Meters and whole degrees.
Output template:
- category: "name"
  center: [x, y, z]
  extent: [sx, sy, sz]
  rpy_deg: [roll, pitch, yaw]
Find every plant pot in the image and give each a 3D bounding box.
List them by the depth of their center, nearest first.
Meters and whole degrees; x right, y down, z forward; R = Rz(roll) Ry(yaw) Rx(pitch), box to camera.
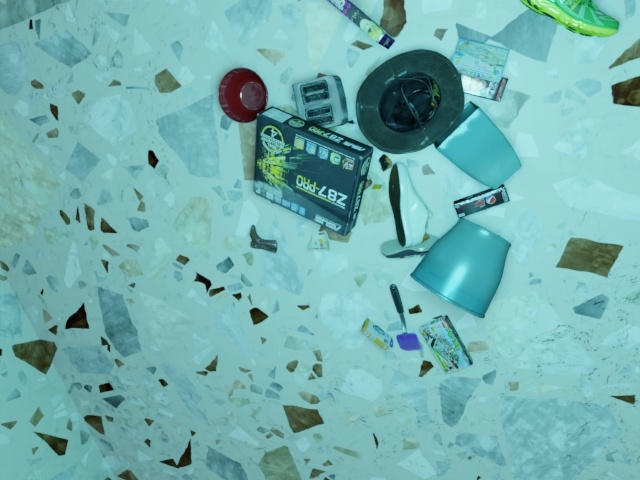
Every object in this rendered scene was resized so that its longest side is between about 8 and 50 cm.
- category: "plant pot"
  center: [0.495, -0.283, 1.384]
  extent: [0.234, 0.165, 0.165]
  rpy_deg: [41, 113, -10]
- category: "plant pot"
  center: [0.475, 0.074, 1.459]
  extent: [0.272, 0.272, 0.255]
  rpy_deg: [29, 97, 5]

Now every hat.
- category: "hat"
  center: [0.279, -0.421, 1.400]
  extent: [0.332, 0.134, 0.330]
  rpy_deg: [0, 92, 14]

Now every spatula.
- category: "spatula"
  center: [0.310, 0.298, 1.686]
  extent: [0.084, 0.030, 0.296]
  rpy_deg: [-12, 104, 21]

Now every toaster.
- category: "toaster"
  center: [0.005, -0.454, 1.485]
  extent: [0.186, 0.110, 0.167]
  rpy_deg: [-7, 106, 17]

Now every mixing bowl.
- category: "mixing bowl"
  center: [-0.252, -0.502, 1.546]
  extent: [0.182, 0.098, 0.181]
  rpy_deg: [5, 108, 15]

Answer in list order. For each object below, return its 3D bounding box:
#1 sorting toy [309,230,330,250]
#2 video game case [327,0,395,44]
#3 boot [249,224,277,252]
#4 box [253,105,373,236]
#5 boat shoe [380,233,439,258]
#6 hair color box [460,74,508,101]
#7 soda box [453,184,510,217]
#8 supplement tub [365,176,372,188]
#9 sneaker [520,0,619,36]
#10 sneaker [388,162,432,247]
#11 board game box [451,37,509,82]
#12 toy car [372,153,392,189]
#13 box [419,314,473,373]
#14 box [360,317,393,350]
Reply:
- category: "sorting toy"
  center: [0.000, 0.000, 1.672]
  extent: [0.084, 0.045, 0.075]
  rpy_deg: [-2, 99, 16]
- category: "video game case"
  center: [0.120, -0.658, 1.322]
  extent: [0.210, 0.232, 0.041]
  rpy_deg: [40, 115, 0]
- category: "boot"
  center: [-0.216, -0.006, 1.729]
  extent: [0.114, 0.037, 0.106]
  rpy_deg: [12, 123, 15]
- category: "box"
  center: [-0.040, -0.231, 1.492]
  extent: [0.395, 0.097, 0.318]
  rpy_deg: [27, 135, 18]
- category: "boat shoe"
  center: [0.322, 0.025, 1.591]
  extent: [0.206, 0.075, 0.065]
  rpy_deg: [-9, 148, 13]
- category: "hair color box"
  center: [0.497, -0.482, 1.376]
  extent: [0.141, 0.043, 0.071]
  rpy_deg: [17, 111, 10]
- category: "soda box"
  center: [0.531, -0.130, 1.471]
  extent: [0.169, 0.060, 0.053]
  rpy_deg: [-19, 100, 21]
- category: "supplement tub"
  center: [0.083, -0.246, 1.533]
  extent: [0.106, 0.106, 0.197]
  rpy_deg: [-35, 96, 22]
- category: "sneaker"
  center: [0.701, -0.661, 1.227]
  extent: [0.296, 0.109, 0.123]
  rpy_deg: [32, 117, 4]
- category: "sneaker"
  center: [0.312, -0.129, 1.529]
  extent: [0.123, 0.106, 0.289]
  rpy_deg: [-12, 99, -13]
- category: "board game box"
  center: [0.478, -0.545, 1.342]
  extent: [0.154, 0.026, 0.103]
  rpy_deg: [19, 77, 9]
- category: "toy car"
  center: [0.214, -0.238, 1.547]
  extent: [0.041, 0.060, 0.122]
  rpy_deg: [0, 136, -29]
- category: "box"
  center: [0.472, 0.391, 1.669]
  extent: [0.114, 0.036, 0.206]
  rpy_deg: [-28, 98, 21]
- category: "box"
  center: [0.220, 0.363, 1.705]
  extent: [0.136, 0.081, 0.028]
  rpy_deg: [40, 113, 1]
